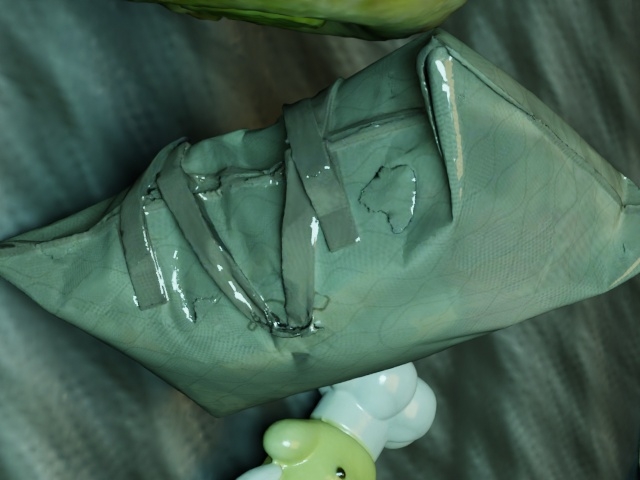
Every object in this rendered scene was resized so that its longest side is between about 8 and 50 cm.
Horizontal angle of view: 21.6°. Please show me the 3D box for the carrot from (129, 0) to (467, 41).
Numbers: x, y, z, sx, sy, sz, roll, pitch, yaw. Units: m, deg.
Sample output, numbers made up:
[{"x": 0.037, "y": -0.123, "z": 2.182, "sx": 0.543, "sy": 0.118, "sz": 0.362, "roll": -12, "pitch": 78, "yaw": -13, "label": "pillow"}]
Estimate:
[{"x": -0.009, "y": -0.256, "z": 0.658, "sx": 0.224, "sy": 0.224, "sz": 0.341, "roll": 3, "pitch": 96, "yaw": -49, "label": "carrot"}]

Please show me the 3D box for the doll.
[{"x": 0.004, "y": 0.119, "z": 0.875, "sx": 0.162, "sy": 0.062, "sz": 0.106, "roll": -59, "pitch": 140, "yaw": -24, "label": "doll"}]

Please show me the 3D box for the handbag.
[{"x": 0.000, "y": 0.000, "z": 0.709, "sx": 0.182, "sy": 0.270, "sz": 0.117, "roll": 39, "pitch": 42, "yaw": -44, "label": "handbag"}]
